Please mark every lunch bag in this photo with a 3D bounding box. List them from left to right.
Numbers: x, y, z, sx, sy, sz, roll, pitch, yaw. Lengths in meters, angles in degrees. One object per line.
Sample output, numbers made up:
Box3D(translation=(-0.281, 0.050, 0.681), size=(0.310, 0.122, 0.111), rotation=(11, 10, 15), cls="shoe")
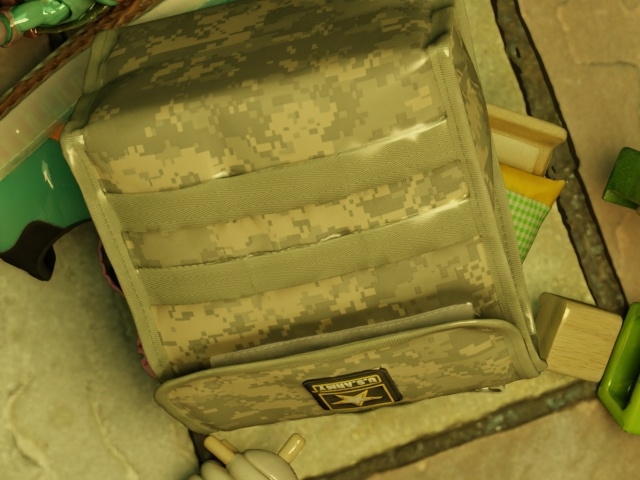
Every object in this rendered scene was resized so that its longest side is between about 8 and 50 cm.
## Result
Box3D(translation=(0.000, 0.000, 1.152), size=(0.235, 0.169, 0.287), rotation=(-11, 122, 11), cls="lunch bag")

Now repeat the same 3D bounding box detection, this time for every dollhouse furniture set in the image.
Box3D(translation=(0.152, 0.027, 1.255), size=(0.301, 0.151, 0.198), rotation=(15, 100, -23), cls="dollhouse furniture set")

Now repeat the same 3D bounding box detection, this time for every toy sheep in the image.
Box3D(translation=(-0.057, 0.182, 1.269), size=(0.091, 0.091, 0.132), rotation=(37, 93, -6), cls="toy sheep")

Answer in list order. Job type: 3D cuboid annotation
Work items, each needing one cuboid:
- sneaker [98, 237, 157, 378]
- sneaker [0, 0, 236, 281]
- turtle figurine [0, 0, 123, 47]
Box3D(translation=(-0.115, 0.037, 1.293), size=(0.047, 0.057, 0.119), rotation=(-24, 86, -14), cls="sneaker")
Box3D(translation=(-0.117, -0.090, 1.252), size=(0.302, 0.108, 0.121), rotation=(-36, 110, 17), cls="sneaker")
Box3D(translation=(-0.200, -0.183, 1.235), size=(0.118, 0.234, 0.175), rotation=(53, 48, -46), cls="turtle figurine")
